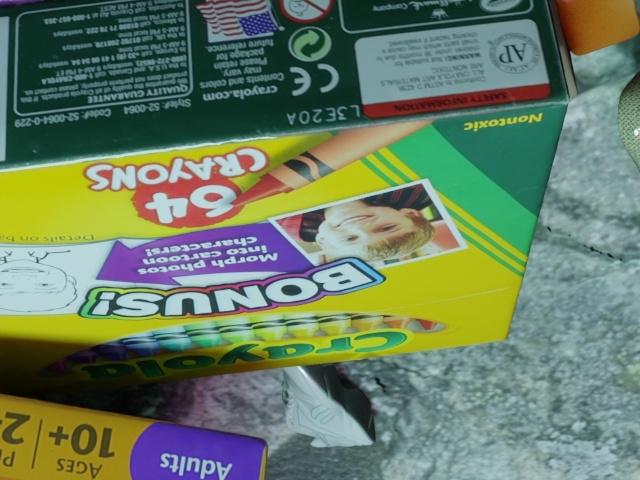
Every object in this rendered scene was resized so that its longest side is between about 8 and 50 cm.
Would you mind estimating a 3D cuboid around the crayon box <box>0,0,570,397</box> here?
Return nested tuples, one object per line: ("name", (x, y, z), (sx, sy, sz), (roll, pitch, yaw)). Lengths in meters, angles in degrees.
("crayon box", (-0.064, -0.016, 0.667), (0.362, 0.106, 0.313), (-7, 154, 1))

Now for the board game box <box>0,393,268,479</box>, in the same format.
("board game box", (-0.275, 0.280, 0.755), (0.356, 0.357, 0.356), (12, 166, -17))

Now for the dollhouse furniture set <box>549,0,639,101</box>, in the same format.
("dollhouse furniture set", (0.216, -0.201, 0.572), (0.262, 0.135, 0.259), (-18, 134, 12))

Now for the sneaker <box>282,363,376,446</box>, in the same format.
("sneaker", (-0.008, 0.127, 0.934), (0.061, 0.054, 0.152), (-18, 134, 16))

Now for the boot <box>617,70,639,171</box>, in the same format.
("boot", (0.318, -0.073, 0.731), (0.203, 0.095, 0.262), (-4, 178, 35))
